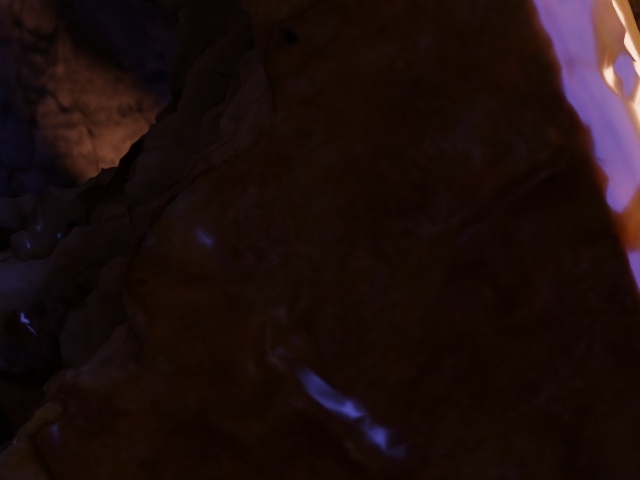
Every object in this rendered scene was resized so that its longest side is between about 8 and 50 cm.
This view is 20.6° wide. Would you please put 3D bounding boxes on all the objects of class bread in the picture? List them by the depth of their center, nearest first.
[{"bbox_3d":[0.000,0.000,0.719,0.370,0.314,0.191,64,15,-11],"label":"bread"}]

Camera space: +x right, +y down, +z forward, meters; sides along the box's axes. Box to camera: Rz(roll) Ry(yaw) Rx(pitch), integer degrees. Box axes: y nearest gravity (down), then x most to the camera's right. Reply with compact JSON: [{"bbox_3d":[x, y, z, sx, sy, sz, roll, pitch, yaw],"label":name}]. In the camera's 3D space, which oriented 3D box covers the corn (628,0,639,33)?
[{"bbox_3d":[0.192,-0.215,1.030,0.130,0.130,0.347,-1,83,-45],"label":"corn"}]
